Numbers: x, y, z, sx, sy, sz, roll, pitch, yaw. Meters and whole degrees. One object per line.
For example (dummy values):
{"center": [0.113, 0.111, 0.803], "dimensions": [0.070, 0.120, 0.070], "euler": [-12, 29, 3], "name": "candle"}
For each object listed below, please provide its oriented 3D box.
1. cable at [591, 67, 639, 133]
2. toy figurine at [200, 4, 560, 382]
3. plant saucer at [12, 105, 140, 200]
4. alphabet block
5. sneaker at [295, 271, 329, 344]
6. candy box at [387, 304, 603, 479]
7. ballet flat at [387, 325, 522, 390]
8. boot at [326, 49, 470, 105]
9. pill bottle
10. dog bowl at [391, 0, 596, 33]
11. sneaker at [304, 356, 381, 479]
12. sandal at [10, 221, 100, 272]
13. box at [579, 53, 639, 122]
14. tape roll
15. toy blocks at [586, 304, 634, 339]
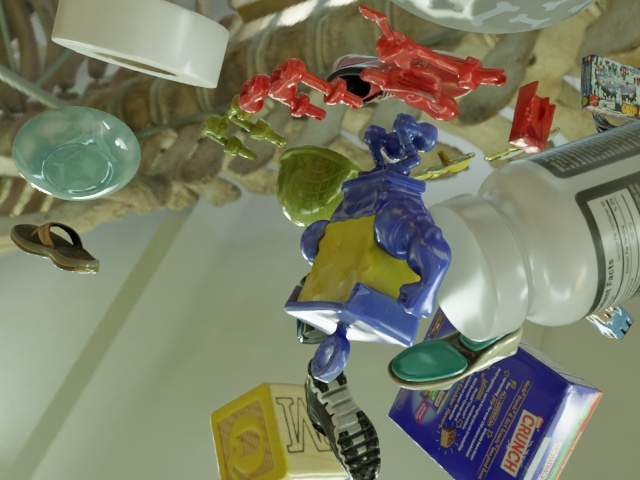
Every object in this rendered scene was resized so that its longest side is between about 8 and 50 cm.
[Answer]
{"center": [0.645, -0.279, 1.504], "dimensions": [0.184, 0.150, 0.047], "euler": [-39, -146, 45], "name": "cable"}
{"center": [0.000, 0.000, 0.584], "dimensions": [0.362, 0.191, 0.217], "euler": [-9, -117, 60], "name": "toy figurine"}
{"center": [-0.382, -0.122, 1.141], "dimensions": [0.195, 0.195, 0.037], "euler": [-29, -132, 14], "name": "plant saucer"}
{"center": [-0.080, 0.413, 1.468], "dimensions": [0.192, 0.197, 0.194], "euler": [-36, -124, 31], "name": "alphabet block"}
{"center": [0.062, 0.047, 1.014], "dimensions": [0.341, 0.139, 0.125], "euler": [120, -31, -60], "name": "sneaker"}
{"center": [0.301, 0.297, 1.305], "dimensions": [0.317, 0.122, 0.268], "euler": [38, -73, 52], "name": "candy box"}
{"center": [0.207, 0.183, 1.099], "dimensions": [0.248, 0.086, 0.086], "euler": [-19, -152, -24], "name": "ballet flat"}
{"center": [0.133, -0.251, 1.156], "dimensions": [0.244, 0.089, 0.176], "euler": [1, -159, 5], "name": "boot"}
{"center": [0.322, -0.018, 0.895], "dimensions": [0.362, 0.210, 0.210], "euler": [-18, -148, -15], "name": "pill bottle"}
{"center": [0.164, -0.352, 0.681], "dimensions": [0.348, 0.102, 0.349], "euler": [0, -108, 0], "name": "dog bowl"}
{"center": [0.033, 0.320, 1.263], "dimensions": [0.078, 0.106, 0.234], "euler": [-15, -114, -25], "name": "sneaker"}
{"center": [-0.372, 0.001, 1.026], "dimensions": [0.180, 0.072, 0.049], "euler": [21, -76, 38], "name": "sandal"}
{"center": [0.515, -0.263, 1.266], "dimensions": [0.027, 0.137, 0.094], "euler": [173, -77, -65], "name": "box"}
{"center": [-0.304, -0.346, 1.230], "dimensions": [0.286, 0.286, 0.100], "euler": [22, -80, 52], "name": "tape roll"}
{"center": [0.558, 0.002, 1.319], "dimensions": [0.381, 0.261, 0.190], "euler": [-53, -161, -12], "name": "toy blocks"}
